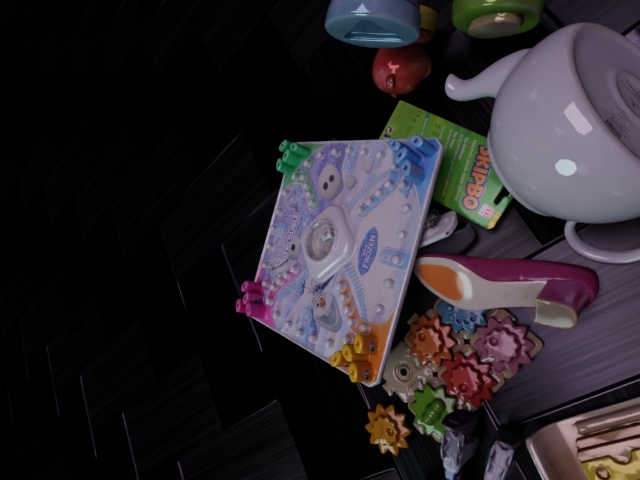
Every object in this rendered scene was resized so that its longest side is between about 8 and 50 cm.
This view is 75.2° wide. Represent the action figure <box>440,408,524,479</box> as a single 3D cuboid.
[{"bbox_3d":[0.208,0.403,0.614,0.185,0.099,0.285,13,96,29],"label":"action figure"}]

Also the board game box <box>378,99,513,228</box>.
[{"bbox_3d":[0.209,-0.131,0.701,0.259,0.039,0.124,38,107,34],"label":"board game box"}]

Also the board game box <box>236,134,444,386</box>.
[{"bbox_3d":[0.000,0.000,0.755,0.389,0.050,0.391,14,89,49],"label":"board game box"}]

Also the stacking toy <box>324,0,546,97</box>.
[{"bbox_3d":[0.165,-0.302,0.610,0.279,0.309,0.131,11,100,26],"label":"stacking toy"}]

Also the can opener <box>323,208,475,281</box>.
[{"bbox_3d":[0.121,0.028,0.717,0.280,0.074,0.093,-25,110,37],"label":"can opener"}]

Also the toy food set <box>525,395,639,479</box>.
[{"bbox_3d":[0.430,0.291,0.465,0.306,0.092,0.220,-34,67,28],"label":"toy food set"}]

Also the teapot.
[{"bbox_3d":[0.311,-0.118,0.526,0.187,0.252,0.256,136,139,-58],"label":"teapot"}]

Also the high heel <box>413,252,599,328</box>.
[{"bbox_3d":[0.263,0.048,0.612,0.244,0.117,0.082,10,122,43],"label":"high heel"}]

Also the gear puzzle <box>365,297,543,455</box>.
[{"bbox_3d":[0.176,0.224,0.684,0.175,0.044,0.339,47,112,29],"label":"gear puzzle"}]
